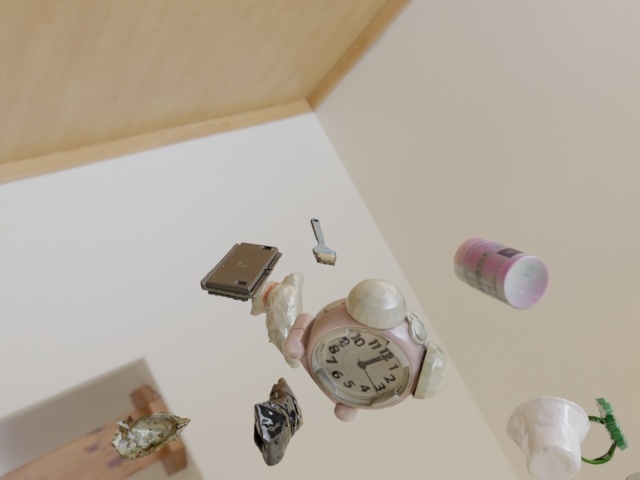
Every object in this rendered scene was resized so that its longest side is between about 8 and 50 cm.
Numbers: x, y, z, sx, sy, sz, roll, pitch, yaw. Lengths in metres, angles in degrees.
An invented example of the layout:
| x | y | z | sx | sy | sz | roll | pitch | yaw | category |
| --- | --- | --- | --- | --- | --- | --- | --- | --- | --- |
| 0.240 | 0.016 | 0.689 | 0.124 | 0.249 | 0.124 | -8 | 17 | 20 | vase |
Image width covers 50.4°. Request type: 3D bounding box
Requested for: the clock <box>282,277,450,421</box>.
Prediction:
| x | y | z | sx | sy | sz | roll | pitch | yaw | category |
| --- | --- | --- | --- | --- | --- | --- | --- | --- | --- |
| 0.120 | 0.272 | 1.681 | 0.326 | 0.342 | 0.184 | -26 | -156 | 34 | clock |

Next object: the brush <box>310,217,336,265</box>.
| x | y | z | sx | sy | sz | roll | pitch | yaw | category |
| --- | --- | --- | --- | --- | --- | --- | --- | --- | --- |
| 0.000 | 0.000 | 1.454 | 0.051 | 0.164 | 0.014 | 11 | 122 | -21 | brush |

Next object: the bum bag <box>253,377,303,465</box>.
| x | y | z | sx | sy | sz | roll | pitch | yaw | category |
| --- | --- | --- | --- | --- | --- | --- | --- | --- | --- |
| -0.099 | 0.434 | 1.678 | 0.095 | 0.144 | 0.340 | -14 | 179 | 10 | bum bag |

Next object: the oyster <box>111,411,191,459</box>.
| x | y | z | sx | sy | sz | roll | pitch | yaw | category |
| --- | --- | --- | --- | --- | --- | --- | --- | --- | --- |
| -0.298 | 0.345 | 1.200 | 0.132 | 0.086 | 0.029 | 7 | 154 | -12 | oyster |

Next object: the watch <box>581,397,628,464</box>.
| x | y | z | sx | sy | sz | roll | pitch | yaw | category |
| --- | --- | --- | --- | --- | --- | --- | --- | --- | --- |
| 0.769 | 0.544 | 1.924 | 0.152 | 0.165 | 0.131 | -25 | 160 | 9 | watch |

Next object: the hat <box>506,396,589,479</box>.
| x | y | z | sx | sy | sz | roll | pitch | yaw | category |
| --- | --- | --- | --- | --- | --- | --- | --- | --- | --- |
| 0.523 | 0.467 | 1.552 | 0.203 | 0.203 | 0.126 | -34 | -161 | 29 | hat |

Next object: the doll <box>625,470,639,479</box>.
| x | y | z | sx | sy | sz | roll | pitch | yaw | category |
| --- | --- | --- | --- | --- | --- | --- | --- | --- | --- |
| 0.808 | 0.632 | 1.543 | 0.271 | 0.208 | 0.144 | 17 | 140 | -38 | doll |

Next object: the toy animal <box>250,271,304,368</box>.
| x | y | z | sx | sy | sz | roll | pitch | yaw | category |
| --- | --- | --- | --- | --- | --- | --- | --- | --- | --- |
| -0.147 | 0.262 | 2.254 | 0.188 | 0.308 | 0.266 | 2 | -178 | -3 | toy animal |

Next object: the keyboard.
| x | y | z | sx | sy | sz | roll | pitch | yaw | category |
| --- | --- | --- | --- | --- | --- | --- | --- | --- | --- |
| -0.123 | 0.047 | 1.126 | 0.093 | 0.025 | 0.230 | 10 | -163 | 6 | keyboard |

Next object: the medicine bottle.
| x | y | z | sx | sy | sz | roll | pitch | yaw | category |
| --- | --- | --- | --- | --- | --- | --- | --- | --- | --- |
| 0.500 | 0.086 | 1.909 | 0.152 | 0.152 | 0.254 | -26 | -160 | -15 | medicine bottle |
